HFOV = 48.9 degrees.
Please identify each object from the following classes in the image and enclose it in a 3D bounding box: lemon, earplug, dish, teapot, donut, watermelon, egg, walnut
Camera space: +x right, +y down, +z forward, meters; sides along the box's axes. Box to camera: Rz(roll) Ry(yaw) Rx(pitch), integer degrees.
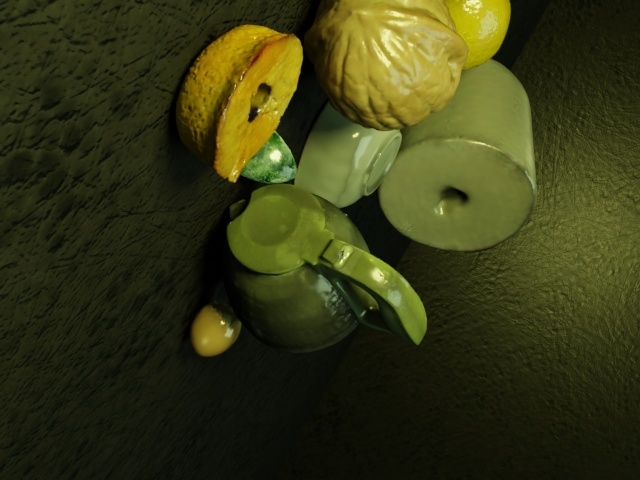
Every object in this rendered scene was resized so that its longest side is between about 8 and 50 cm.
[{"bbox_3d":[0.257,-0.414,1.294,0.187,0.186,0.244,-53,165,-23],"label":"lemon"},{"bbox_3d":[0.301,-0.214,1.514,0.313,0.312,0.394,105,0,-48],"label":"earplug"},{"bbox_3d":[0.067,-0.165,1.287,0.256,0.117,0.256,-53,165,-21],"label":"dish"},{"bbox_3d":[-0.024,0.057,1.056,0.239,0.322,0.239,-33,152,-6],"label":"teapot"},{"bbox_3d":[-0.096,-0.166,0.808,0.190,0.074,0.174,-56,165,-30],"label":"donut"},{"bbox_3d":[-0.074,-0.115,1.030,0.085,0.085,0.061,-59,-159,1],"label":"watermelon"},{"bbox_3d":[-0.177,0.150,1.170,0.096,0.080,0.080,-64,166,12],"label":"egg"},{"bbox_3d":[0.088,-0.264,0.966,0.225,0.225,0.261,-61,161,7],"label":"walnut"}]

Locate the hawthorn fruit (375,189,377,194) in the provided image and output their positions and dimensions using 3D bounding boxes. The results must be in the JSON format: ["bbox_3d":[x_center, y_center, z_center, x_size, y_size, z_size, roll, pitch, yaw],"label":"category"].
[{"bbox_3d":[0.207,-0.163,1.737,0.194,0.157,0.157,-76,-173,-59],"label":"hawthorn fruit"}]

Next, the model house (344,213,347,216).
[{"bbox_3d":[0.000,0.000,1.328,0.167,0.088,0.117,95,2,-79],"label":"model house"}]
